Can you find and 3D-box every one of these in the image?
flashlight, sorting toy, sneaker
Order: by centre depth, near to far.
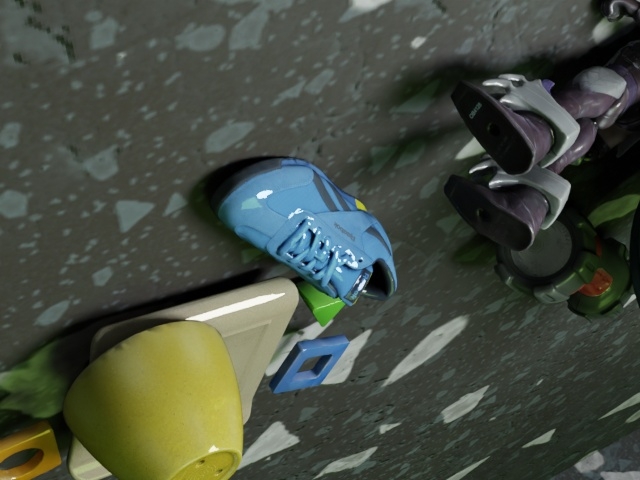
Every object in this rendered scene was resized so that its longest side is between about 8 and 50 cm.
[{"bbox_3d":[0.000,0.000,0.762,0.069,0.082,0.209,-39,152,16],"label":"sneaker"},{"bbox_3d":[-0.124,0.110,0.852,0.348,0.047,0.196,-16,144,-32],"label":"sorting toy"},{"bbox_3d":[0.273,0.035,1.101,0.103,0.103,0.304,-14,162,22],"label":"flashlight"}]

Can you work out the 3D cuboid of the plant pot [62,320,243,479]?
[{"bbox_3d":[-0.111,0.140,0.763,0.134,0.095,0.134,-25,148,-17],"label":"plant pot"}]

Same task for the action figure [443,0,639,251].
[{"bbox_3d":[0.213,-0.109,0.798,0.285,0.099,0.185,-31,151,-38],"label":"action figure"}]

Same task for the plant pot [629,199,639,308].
[{"bbox_3d":[0.424,-0.013,0.878,0.341,0.341,0.334,-39,158,12],"label":"plant pot"}]
